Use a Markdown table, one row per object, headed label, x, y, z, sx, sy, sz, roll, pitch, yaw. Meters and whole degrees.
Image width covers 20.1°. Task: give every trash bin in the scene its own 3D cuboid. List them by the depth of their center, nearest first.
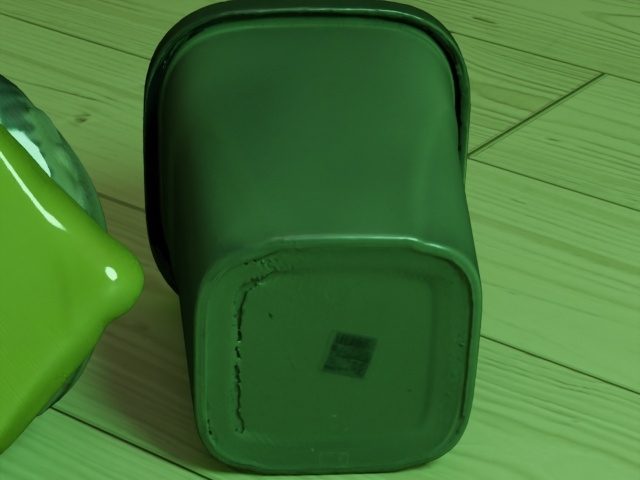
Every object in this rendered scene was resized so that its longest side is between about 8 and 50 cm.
| label | x | y | z | sx | sy | sz | roll | pitch | yaw |
| --- | --- | --- | --- | --- | --- | --- | --- | --- | --- |
| trash bin | 0.000 | 0.000 | 1.126 | 0.220 | 0.219 | 0.250 | -2 | 33 | -5 |

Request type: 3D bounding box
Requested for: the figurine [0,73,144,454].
| label | x | y | z | sx | sy | sz | roll | pitch | yaw |
| --- | --- | --- | --- | --- | --- | --- | --- | --- | --- |
| figurine | -0.304 | 0.054 | 1.079 | 0.361 | 0.266 | 0.377 | -33 | 2 | -11 |
